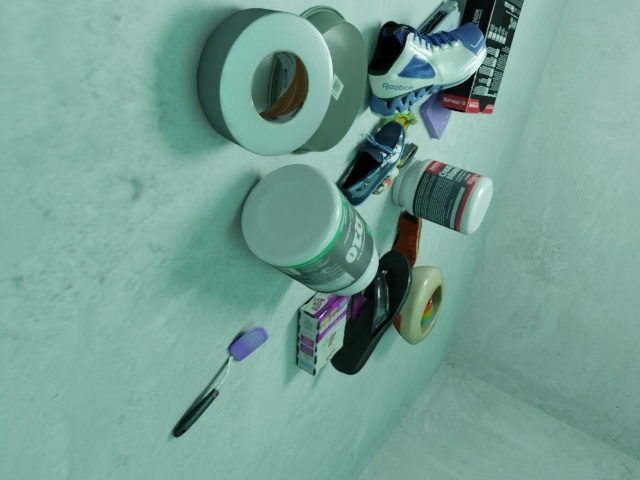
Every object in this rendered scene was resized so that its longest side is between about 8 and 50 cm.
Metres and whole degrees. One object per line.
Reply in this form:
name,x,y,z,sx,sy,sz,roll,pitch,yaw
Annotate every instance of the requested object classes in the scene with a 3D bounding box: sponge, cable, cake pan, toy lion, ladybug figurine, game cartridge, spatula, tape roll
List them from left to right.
spatula,-0.223,0.312,1.096,0.296,0.030,0.084,-52,149,-24
tape roll,-0.083,-0.251,0.785,0.219,0.072,0.219,-24,130,-33
cake pan,0.008,-0.309,0.985,0.293,0.054,0.294,-41,144,-40
cable,0.227,-0.208,1.447,0.287,0.072,0.140,-26,139,-52
toy lion,0.212,-0.317,1.344,0.095,0.034,0.100,-13,158,-21
ladybug figurine,0.391,0.261,2.027,0.305,0.161,0.450,-53,150,-24
game cartridge,0.300,-0.502,1.361,0.294,0.060,0.196,-51,146,-27
sponge,0.382,-0.423,1.597,0.117,0.031,0.210,-65,153,-3

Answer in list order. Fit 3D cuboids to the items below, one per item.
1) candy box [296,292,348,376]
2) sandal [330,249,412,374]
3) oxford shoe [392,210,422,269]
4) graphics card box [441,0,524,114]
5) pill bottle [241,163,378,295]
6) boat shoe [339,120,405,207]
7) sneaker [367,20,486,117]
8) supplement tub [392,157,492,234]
candy box,0.006,0.256,1.422,0.159,0.071,0.234,-37,141,-44
sandal,0.162,0.227,1.599,0.107,0.167,0.446,35,79,-45
oxford shoe,0.325,0.009,1.781,0.098,0.096,0.272,-34,140,-55
graphics card box,0.490,-0.575,1.470,0.232,0.094,0.371,-16,124,-49
pill bottle,0.000,0.000,1.057,0.204,0.204,0.361,-62,154,-6
boat shoe,0.140,-0.204,1.255,0.259,0.108,0.089,-62,150,-12
sneaker,0.237,-0.438,1.143,0.315,0.127,0.182,-32,139,-1
supplement tub,0.388,-0.148,1.564,0.191,0.272,0.191,-42,145,-39
